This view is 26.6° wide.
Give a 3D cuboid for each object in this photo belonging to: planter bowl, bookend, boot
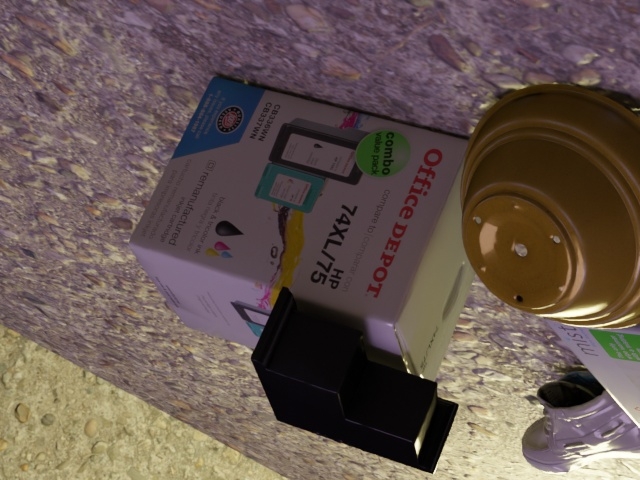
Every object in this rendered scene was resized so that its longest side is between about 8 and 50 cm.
[{"bbox_3d":[0.180,-0.008,1.076,0.217,0.090,0.217,23,128,32],"label":"planter bowl"},{"bbox_3d":[0.033,0.125,1.181,0.156,0.072,0.157,17,157,16],"label":"bookend"},{"bbox_3d":[0.308,0.212,1.660,0.123,0.095,0.258,38,148,-18],"label":"boot"}]

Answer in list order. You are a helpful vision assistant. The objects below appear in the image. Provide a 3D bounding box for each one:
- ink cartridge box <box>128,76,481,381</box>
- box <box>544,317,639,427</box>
[{"bbox_3d":[0.000,0.000,1.299,0.270,0.198,0.197,16,158,20],"label":"ink cartridge box"},{"bbox_3d":[0.367,0.088,1.213,0.231,0.127,0.262,5,153,39],"label":"box"}]
